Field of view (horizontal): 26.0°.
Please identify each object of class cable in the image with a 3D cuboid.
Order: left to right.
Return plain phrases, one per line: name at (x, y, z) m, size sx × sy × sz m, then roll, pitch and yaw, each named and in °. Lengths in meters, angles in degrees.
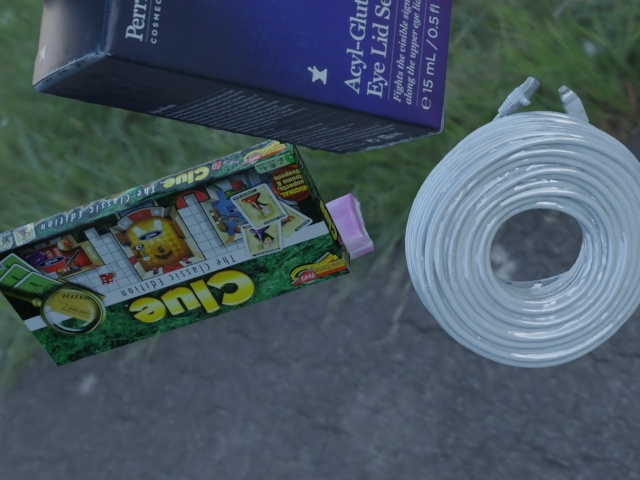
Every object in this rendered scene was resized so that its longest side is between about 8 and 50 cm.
cable at (0.216, 0.002, 1.386) m, size 0.257 × 0.257 × 0.089 m, roll -42°, pitch 18°, yaw 9°

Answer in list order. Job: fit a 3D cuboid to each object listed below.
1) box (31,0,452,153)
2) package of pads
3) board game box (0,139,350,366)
box at (-0.038, -0.142, 0.763) m, size 0.108 × 0.207 × 0.153 m, roll -8°, pitch 76°, yaw 59°
package of pads at (0.000, 0.000, 1.168) m, size 0.083 × 0.032 × 0.050 m, roll -24°, pitch 53°, yaw 10°
board game box at (-0.120, 0.013, 1.086) m, size 0.260 × 0.136 × 0.030 m, roll -19°, pitch 43°, yaw 10°
